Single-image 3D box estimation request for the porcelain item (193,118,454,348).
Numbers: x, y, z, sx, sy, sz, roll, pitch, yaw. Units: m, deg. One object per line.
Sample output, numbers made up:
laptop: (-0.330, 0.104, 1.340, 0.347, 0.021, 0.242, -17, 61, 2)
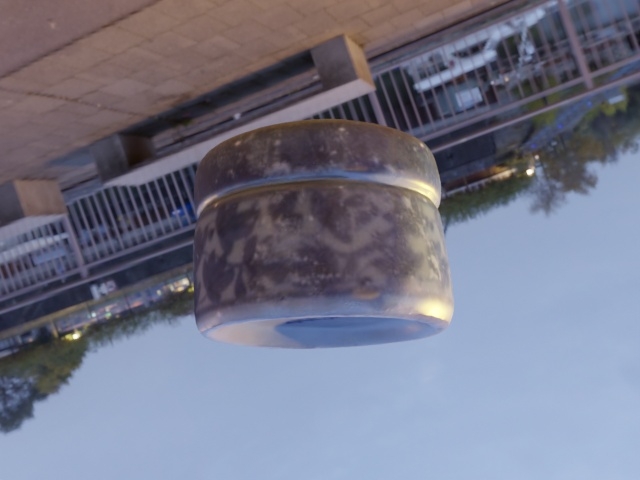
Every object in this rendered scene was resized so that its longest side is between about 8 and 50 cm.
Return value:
porcelain item: (0.000, 0.000, 0.418, 0.147, 0.114, 0.147, -2, 164, 0)
